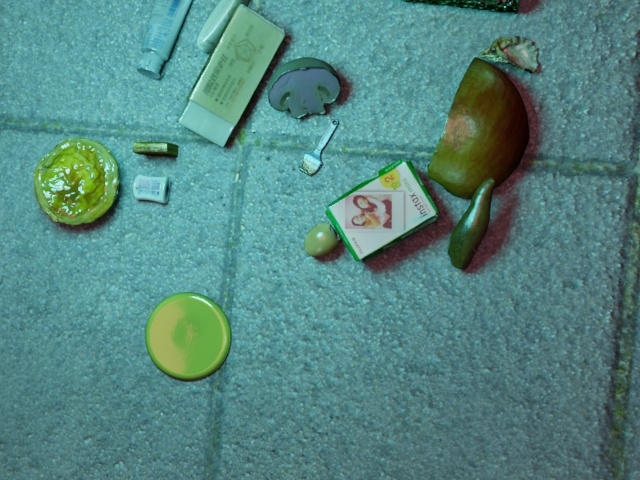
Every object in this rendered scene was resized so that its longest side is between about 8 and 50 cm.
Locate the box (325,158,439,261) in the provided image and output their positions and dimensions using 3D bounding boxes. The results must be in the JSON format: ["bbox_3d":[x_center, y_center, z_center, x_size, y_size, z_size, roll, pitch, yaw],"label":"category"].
[{"bbox_3d":[0.157,-0.072,1.851,0.250,0.103,0.180,-32,84,6],"label":"box"}]

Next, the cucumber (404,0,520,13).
[{"bbox_3d":[0.324,-0.635,1.863,0.360,0.096,0.096,8,88,11],"label":"cucumber"}]

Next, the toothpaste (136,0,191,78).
[{"bbox_3d":[-0.416,-0.584,1.976,0.114,0.073,0.299,15,82,9],"label":"toothpaste"}]

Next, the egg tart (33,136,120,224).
[{"bbox_3d":[-0.641,-0.157,1.963,0.241,0.106,0.241,0,88,5],"label":"egg tart"}]

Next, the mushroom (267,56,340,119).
[{"bbox_3d":[-0.043,-0.405,1.890,0.188,0.141,0.117,-7,52,6],"label":"mushroom"}]

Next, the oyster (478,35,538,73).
[{"bbox_3d":[0.484,-0.461,1.839,0.146,0.045,0.121,-34,75,-28],"label":"oyster"}]

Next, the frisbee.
[{"bbox_3d":[-0.351,0.253,1.947,0.236,0.017,0.235,0,87,8],"label":"frisbee"}]

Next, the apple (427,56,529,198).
[{"bbox_3d":[0.389,-0.279,1.819,0.179,0.254,0.346,19,88,51],"label":"apple"}]

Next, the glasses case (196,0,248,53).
[{"bbox_3d":[-0.256,-0.583,1.943,0.051,0.081,0.204,36,94,10],"label":"glasses case"}]

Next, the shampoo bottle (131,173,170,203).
[{"bbox_3d":[-0.455,-0.139,1.966,0.099,0.043,0.072,7,88,9],"label":"shampoo bottle"}]

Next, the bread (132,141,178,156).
[{"bbox_3d":[-0.434,-0.241,1.945,0.095,0.090,0.035,3,92,8],"label":"bread"}]

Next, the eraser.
[{"bbox_3d":[-0.234,-0.423,1.907,0.144,0.078,0.343,28,92,-22],"label":"eraser"}]

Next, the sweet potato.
[{"bbox_3d":[0.368,-0.039,1.802,0.077,0.077,0.243,20,114,8],"label":"sweet potato"}]

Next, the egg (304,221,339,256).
[{"bbox_3d":[0.000,0.000,1.880,0.096,0.080,0.080,-31,84,14],"label":"egg"}]

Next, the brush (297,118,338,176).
[{"bbox_3d":[0.000,-0.245,1.925,0.051,0.014,0.164,30,90,7],"label":"brush"}]
